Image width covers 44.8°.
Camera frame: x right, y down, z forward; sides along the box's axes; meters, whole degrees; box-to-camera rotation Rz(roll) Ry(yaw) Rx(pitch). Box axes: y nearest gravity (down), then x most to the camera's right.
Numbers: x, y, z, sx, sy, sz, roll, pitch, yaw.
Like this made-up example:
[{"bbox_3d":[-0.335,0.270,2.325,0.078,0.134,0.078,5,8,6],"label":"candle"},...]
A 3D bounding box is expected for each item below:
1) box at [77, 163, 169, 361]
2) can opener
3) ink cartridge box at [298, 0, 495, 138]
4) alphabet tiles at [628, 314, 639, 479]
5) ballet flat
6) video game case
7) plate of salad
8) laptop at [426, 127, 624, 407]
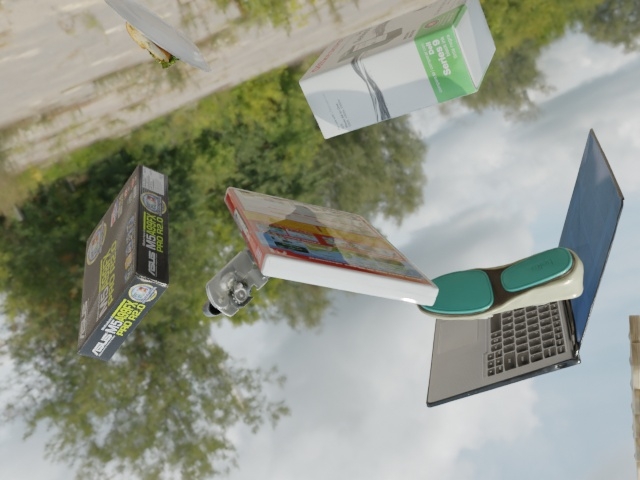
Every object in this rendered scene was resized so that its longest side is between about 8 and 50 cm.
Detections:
[{"bbox_3d":[-0.334,0.034,1.323,0.216,0.060,0.270,-46,-144,31],"label":"box"},{"bbox_3d":[-0.118,0.037,1.449,0.095,0.076,0.283,-22,-161,51],"label":"can opener"},{"bbox_3d":[0.134,-0.304,1.342,0.289,0.122,0.211,-14,-153,29],"label":"ink cartridge box"},{"bbox_3d":[0.541,0.274,1.326,0.021,0.284,0.278,-3,-146,21],"label":"alphabet tiles"},{"bbox_3d":[0.268,0.079,1.152,0.248,0.086,0.086,-15,-167,23],"label":"ballet flat"},{"bbox_3d":[0.000,0.000,0.955,0.204,0.025,0.285,12,-166,-18],"label":"video game case"},{"bbox_3d":[-0.260,-0.318,1.218,0.048,0.199,0.200,-53,-175,13],"label":"plate of salad"},{"bbox_3d":[0.339,0.038,1.356,0.407,0.236,0.382,-22,-163,20],"label":"laptop"}]
